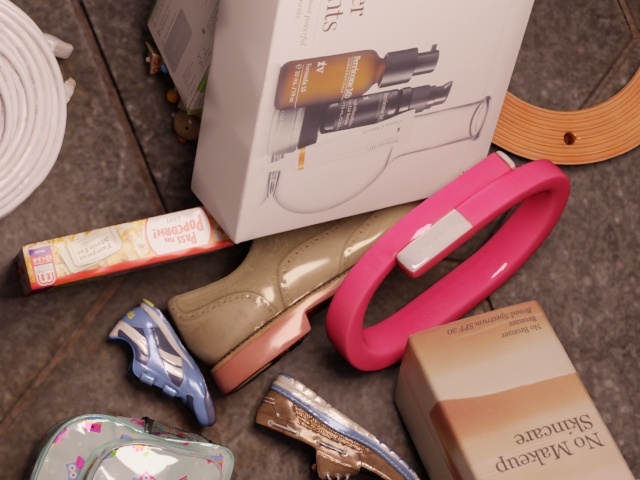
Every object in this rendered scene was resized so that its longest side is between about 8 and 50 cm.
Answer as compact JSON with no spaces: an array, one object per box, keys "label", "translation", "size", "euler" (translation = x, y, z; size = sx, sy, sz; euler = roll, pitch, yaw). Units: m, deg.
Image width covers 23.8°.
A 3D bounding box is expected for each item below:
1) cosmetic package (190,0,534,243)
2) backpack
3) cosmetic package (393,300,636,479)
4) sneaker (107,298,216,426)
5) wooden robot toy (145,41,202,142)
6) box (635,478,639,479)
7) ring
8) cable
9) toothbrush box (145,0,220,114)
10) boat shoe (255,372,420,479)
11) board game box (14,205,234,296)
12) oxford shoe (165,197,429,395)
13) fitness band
[{"label":"cosmetic package","translation":[0.051,-0.193,1.356],"size":[0.284,0.377,0.097],"euler":[-16,46,-31]},{"label":"backpack","translation":[-0.189,0.247,1.443],"size":[0.188,0.144,0.166],"euler":[17,84,-7]},{"label":"cosmetic package","translation":[0.198,0.222,1.477],"size":[0.153,0.129,0.296],"euler":[-15,56,-16]},{"label":"sneaker","translation":[-0.155,0.130,1.514],"size":[0.059,0.053,0.144],"euler":[-34,83,-15]},{"label":"wooden robot toy","translation":[-0.117,-0.134,1.565],"size":[0.173,0.076,0.079],"euler":[27,112,-9]},{"label":"box","translation":[0.325,0.306,1.575],"size":[0.102,0.101,0.087],"euler":[-22,88,-15]},{"label":"ring","translation":[0.259,-0.247,1.676],"size":[0.336,0.032,0.336],"euler":[2,83,-13]},{"label":"cable","translation":[-0.369,-0.124,1.445],"size":[0.257,0.089,0.257],"euler":[28,84,-29]},{"label":"toothbrush box","translation":[-0.002,-0.248,1.484],"size":[0.283,0.206,0.122],"euler":[-14,70,-26]},{"label":"boat shoe","translation":[0.016,0.212,1.540],"size":[0.183,0.066,0.066],"euler":[35,80,4]},{"label":"board game box","translation":[-0.193,0.009,1.470],"size":[0.193,0.147,0.045],"euler":[-13,89,-14]},{"label":"oxford shoe","translation":[0.000,0.000,1.535],"size":[0.348,0.123,0.130],"euler":[-40,86,-17]},{"label":"fitness band","translation":[0.128,0.019,1.518],"size":[0.291,0.209,0.054],"euler":[-35,66,-18]}]
